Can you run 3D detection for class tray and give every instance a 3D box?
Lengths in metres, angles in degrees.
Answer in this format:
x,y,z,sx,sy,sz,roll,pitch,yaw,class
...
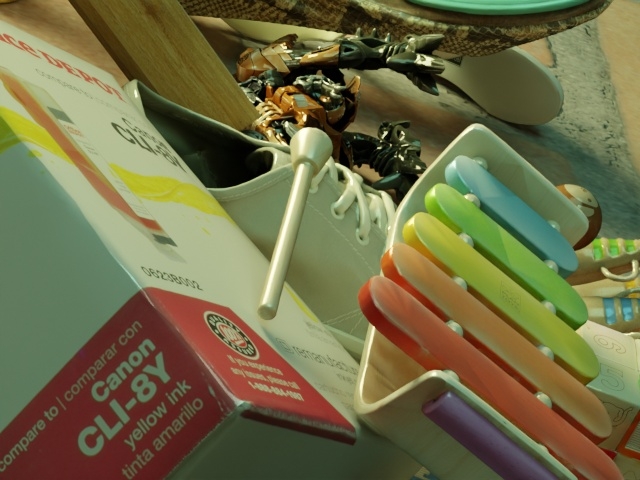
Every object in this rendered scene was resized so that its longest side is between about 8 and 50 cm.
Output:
x,y,z,sx,sy,sz,roll,pitch,yaw,class
-0.214,-0.264,1.481,0.411,0.076,0.203,53,-1,-29,tray

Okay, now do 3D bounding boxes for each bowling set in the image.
x,y,z,sx,sy,sz,roll,pitch,yaw,class
0.256,0.049,1.444,0.154,0.199,0.287,-7,35,6,bowling set

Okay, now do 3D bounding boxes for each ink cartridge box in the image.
x,y,z,sx,sy,sz,roll,pitch,yaw,class
-0.147,0.034,1.117,0.384,0.160,0.279,48,11,26,ink cartridge box

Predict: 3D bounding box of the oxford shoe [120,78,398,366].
x,y,z,sx,sy,sz,roll,pitch,yaw,class
0.000,0.000,1.415,0.449,0.130,0.169,23,22,-22,oxford shoe

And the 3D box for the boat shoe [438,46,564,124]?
x,y,z,sx,sy,sz,roll,pitch,yaw,class
0.164,-0.197,1.914,0.219,0.077,0.070,30,32,12,boat shoe

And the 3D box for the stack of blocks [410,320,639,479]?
x,y,z,sx,sy,sz,roll,pitch,yaw,class
0.171,0.149,1.284,0.297,0.171,0.087,21,30,-5,stack of blocks

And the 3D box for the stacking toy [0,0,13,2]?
x,y,z,sx,sy,sz,roll,pitch,yaw,class
-0.341,-0.381,1.791,0.309,0.130,0.279,37,33,20,stacking toy

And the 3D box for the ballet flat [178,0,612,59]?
x,y,z,sx,sy,sz,roll,pitch,yaw,class
0.041,-0.256,1.796,0.483,0.182,0.164,7,58,-3,ballet flat

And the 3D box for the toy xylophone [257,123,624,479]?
x,y,z,sx,sy,sz,roll,pitch,yaw,class
0.079,0.037,1.130,0.236,0.081,0.322,35,31,-22,toy xylophone

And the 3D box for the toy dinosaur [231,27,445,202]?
x,y,z,sx,sy,sz,roll,pitch,yaw,class
-0.010,-0.128,1.625,0.218,0.164,0.322,2,47,-8,toy dinosaur
